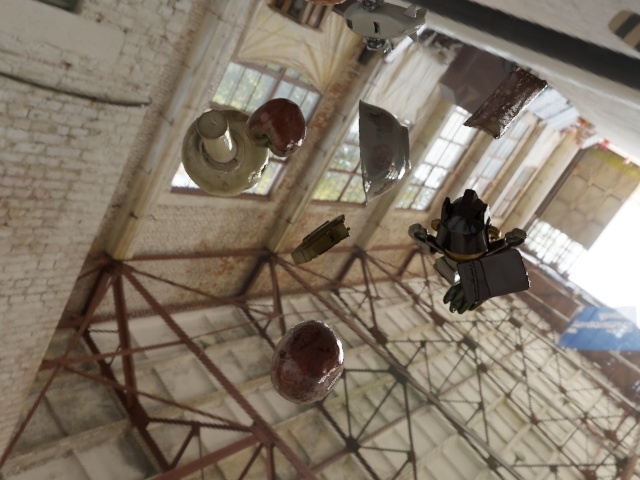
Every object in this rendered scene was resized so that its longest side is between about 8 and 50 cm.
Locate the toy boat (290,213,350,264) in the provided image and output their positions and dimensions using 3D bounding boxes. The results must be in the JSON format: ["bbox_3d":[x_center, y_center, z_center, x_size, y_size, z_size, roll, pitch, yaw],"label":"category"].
[{"bbox_3d":[0.000,0.000,1.644,0.088,0.068,0.226,-2,-153,48],"label":"toy boat"}]

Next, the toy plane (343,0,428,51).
[{"bbox_3d":[0.201,-0.703,1.862,0.267,0.267,0.122,27,-119,-8],"label":"toy plane"}]

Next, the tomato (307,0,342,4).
[{"bbox_3d":[0.019,-0.929,2.050,0.233,0.200,0.139,0,-160,-2],"label":"tomato"}]

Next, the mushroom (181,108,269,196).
[{"bbox_3d":[-0.357,-0.337,2.101,0.356,0.315,0.315,59,177,-40],"label":"mushroom"}]

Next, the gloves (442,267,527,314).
[{"bbox_3d":[0.497,0.133,1.799,0.107,0.268,0.135,60,180,-35],"label":"gloves"}]

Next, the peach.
[{"bbox_3d":[-0.106,-0.294,1.525,0.152,0.152,0.152,27,-161,-10],"label":"peach"}]

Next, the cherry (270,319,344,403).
[{"bbox_3d":[-0.043,0.371,1.799,0.221,0.261,0.307,23,171,12],"label":"cherry"}]

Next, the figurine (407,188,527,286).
[{"bbox_3d":[0.394,0.000,1.585,0.308,0.308,0.143,21,-137,-26],"label":"figurine"}]

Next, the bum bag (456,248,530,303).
[{"bbox_3d":[0.418,0.088,1.431,0.026,0.159,0.109,-18,-90,-68],"label":"bum bag"}]

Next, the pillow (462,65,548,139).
[{"bbox_3d":[0.437,-0.317,1.385,0.118,0.185,0.043,18,-140,-27],"label":"pillow"}]

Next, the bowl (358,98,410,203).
[{"bbox_3d":[0.213,-0.297,1.938,0.157,0.345,0.345,-4,-162,7],"label":"bowl"}]
